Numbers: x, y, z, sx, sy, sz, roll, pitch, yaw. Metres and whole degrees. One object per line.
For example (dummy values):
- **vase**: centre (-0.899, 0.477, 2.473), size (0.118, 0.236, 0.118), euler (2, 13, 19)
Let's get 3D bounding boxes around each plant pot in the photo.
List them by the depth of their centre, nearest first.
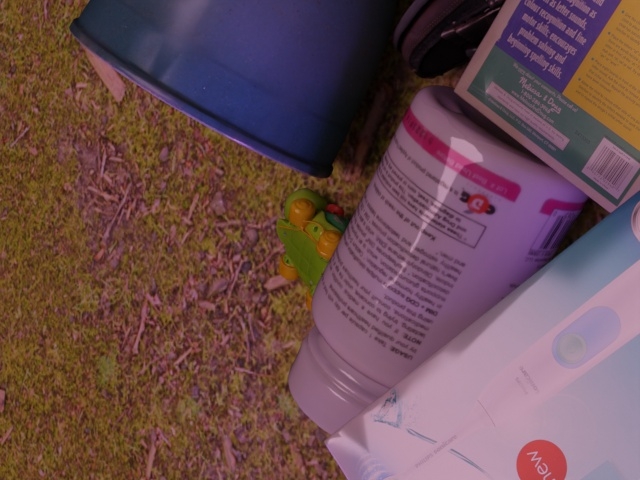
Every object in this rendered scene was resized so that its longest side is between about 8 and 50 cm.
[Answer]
- **plant pot**: centre (-0.045, -0.234, 1.070), size (0.272, 0.272, 0.255), euler (38, 101, 37)

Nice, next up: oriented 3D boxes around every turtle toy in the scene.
- **turtle toy**: centre (0.000, 0.000, 1.133), size (0.130, 0.066, 0.095), euler (50, 143, 34)

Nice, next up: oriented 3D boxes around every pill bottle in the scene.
- **pill bottle**: centre (0.090, 0.029, 0.987), size (0.160, 0.160, 0.283), euler (42, 116, 35)

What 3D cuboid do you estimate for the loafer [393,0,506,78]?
- **loafer**: centre (0.186, -0.205, 0.950), size (0.302, 0.109, 0.095), euler (-33, 71, 34)

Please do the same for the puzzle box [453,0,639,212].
- **puzzle box**: centre (0.305, -0.104, 0.782), size (0.409, 0.052, 0.272), euler (43, 116, 29)

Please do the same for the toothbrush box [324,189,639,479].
- **toothbrush box**: centre (0.186, 0.127, 0.736), size (0.295, 0.126, 0.216), euler (-40, 68, 19)
